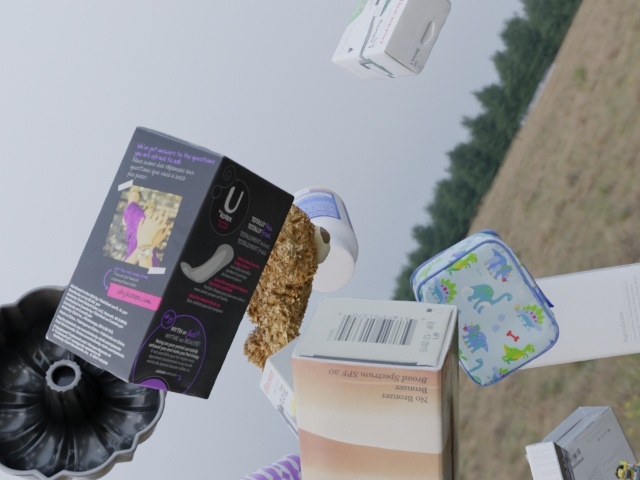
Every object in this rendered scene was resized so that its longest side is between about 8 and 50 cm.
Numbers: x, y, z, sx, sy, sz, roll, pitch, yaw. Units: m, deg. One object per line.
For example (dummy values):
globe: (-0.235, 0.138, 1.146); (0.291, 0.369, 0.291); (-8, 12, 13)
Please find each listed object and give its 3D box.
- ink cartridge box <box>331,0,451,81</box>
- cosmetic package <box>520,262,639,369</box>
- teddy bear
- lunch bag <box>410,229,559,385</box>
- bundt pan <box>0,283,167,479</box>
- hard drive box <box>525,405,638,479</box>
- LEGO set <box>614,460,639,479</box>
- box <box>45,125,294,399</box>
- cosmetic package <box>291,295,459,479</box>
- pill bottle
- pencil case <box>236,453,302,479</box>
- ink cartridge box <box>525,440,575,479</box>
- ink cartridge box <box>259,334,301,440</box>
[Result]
ink cartridge box: (0.134, -0.402, 1.920); (0.219, 0.092, 0.160); (9, 73, 64)
cosmetic package: (0.537, 0.135, 1.890); (0.230, 0.453, 0.162); (10, -110, -79)
teddy bear: (-0.053, 0.075, 1.577); (0.245, 0.113, 0.338); (-78, -1, -61)
lunch bag: (0.262, 0.105, 1.563); (0.176, 0.219, 0.090); (-34, 12, 6)
bundt pan: (-0.394, 0.236, 1.553); (0.331, 0.330, 0.124); (-60, -12, -30)
hard drive box: (0.521, 0.462, 1.892); (0.181, 0.232, 0.089); (-30, 6, -32)
LEGO set: (0.471, 0.446, 1.349); (0.255, 0.192, 0.332); (21, 102, 61)
box: (-0.172, 0.028, 1.164); (0.165, 0.143, 0.270); (29, -96, -58)
cosmetic package: (0.064, 0.218, 1.018); (0.129, 0.153, 0.296); (-60, -32, -60)
pill bottle: (0.000, 0.000, 2.134); (0.272, 0.152, 0.152); (-103, 32, -64)
pencil case: (-0.093, 0.370, 1.378); (0.206, 0.088, 0.086); (-20, -24, -42)
ink cartridge box: (0.337, 0.387, 1.358); (0.206, 0.045, 0.208); (39, -141, -66)
ink cartridge box: (-0.006, 0.237, 1.414); (0.072, 0.175, 0.127); (-32, -17, -22)
